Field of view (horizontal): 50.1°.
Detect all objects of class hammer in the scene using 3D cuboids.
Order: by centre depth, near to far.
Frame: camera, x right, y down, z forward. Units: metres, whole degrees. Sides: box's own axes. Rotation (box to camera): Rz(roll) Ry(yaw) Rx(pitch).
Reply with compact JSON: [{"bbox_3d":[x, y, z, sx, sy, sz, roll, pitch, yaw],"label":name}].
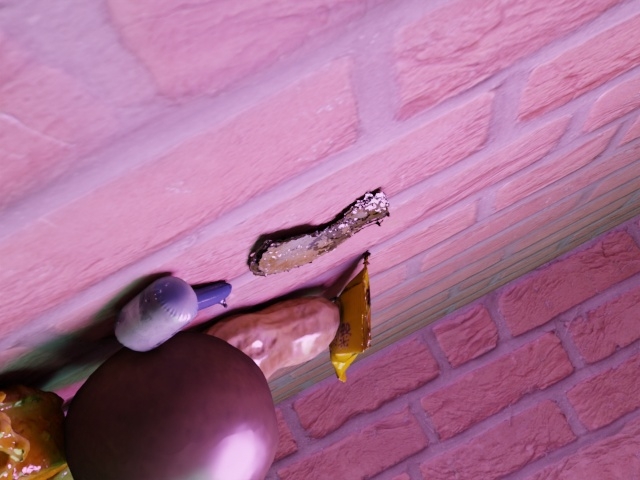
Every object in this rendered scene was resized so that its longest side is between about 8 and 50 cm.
[{"bbox_3d":[-0.179,0.086,0.923,0.116,0.070,0.194,-37,170,28],"label":"hammer"}]

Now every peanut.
[{"bbox_3d":[-0.097,0.181,1.209,0.313,0.149,0.149,-16,160,-35],"label":"peanut"}]

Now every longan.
[{"bbox_3d":[-0.208,0.263,0.970,0.297,0.297,0.297,-25,164,-8],"label":"longan"}]

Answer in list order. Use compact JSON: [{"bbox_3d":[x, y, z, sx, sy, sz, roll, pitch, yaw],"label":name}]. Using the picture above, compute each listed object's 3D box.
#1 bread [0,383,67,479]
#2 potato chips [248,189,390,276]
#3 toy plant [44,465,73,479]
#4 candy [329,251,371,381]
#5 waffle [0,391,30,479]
[{"bbox_3d":[-0.474,0.302,0.957,0.268,0.146,0.268,-26,168,-6],"label":"bread"},{"bbox_3d":[-0.002,-0.004,0.990,0.219,0.029,0.202,-24,164,-3],"label":"potato chips"},{"bbox_3d":[-0.421,0.449,1.184,0.316,0.184,0.224,-33,-158,54],"label":"toy plant"},{"bbox_3d":[0.057,0.157,1.324,0.081,0.187,0.297,4,154,-7],"label":"candy"},{"bbox_3d":[-0.477,0.265,0.765,0.291,0.051,0.291,-13,121,-22],"label":"waffle"}]
